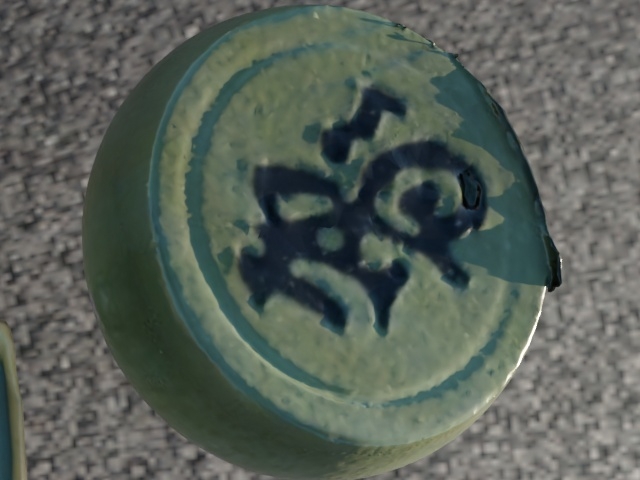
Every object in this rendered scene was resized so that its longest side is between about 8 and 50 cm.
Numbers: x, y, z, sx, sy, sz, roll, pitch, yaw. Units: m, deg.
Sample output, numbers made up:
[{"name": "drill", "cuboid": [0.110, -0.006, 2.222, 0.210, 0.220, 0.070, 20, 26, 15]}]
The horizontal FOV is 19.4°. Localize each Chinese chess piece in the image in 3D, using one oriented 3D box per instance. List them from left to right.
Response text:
[{"name": "Chinese chess piece", "cuboid": [0.000, 0.000, 0.561, 0.144, 0.058, 0.144, 9, 71, -26]}]

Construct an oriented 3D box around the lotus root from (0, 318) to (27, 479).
[{"name": "lotus root", "cuboid": [-0.199, 0.061, 0.510, 0.235, 0.138, 0.119, 16, 62, -44]}]
